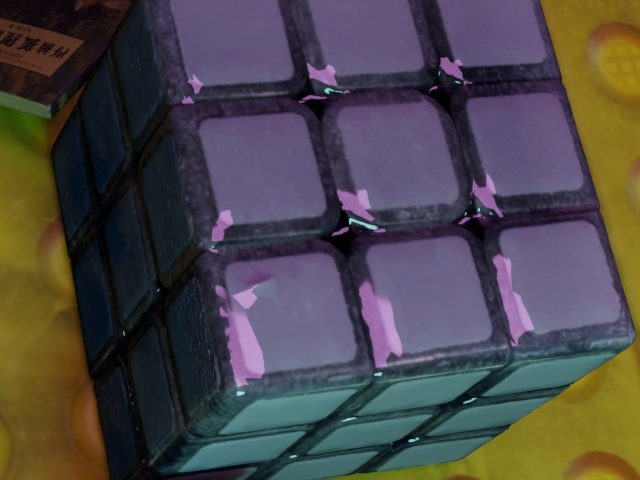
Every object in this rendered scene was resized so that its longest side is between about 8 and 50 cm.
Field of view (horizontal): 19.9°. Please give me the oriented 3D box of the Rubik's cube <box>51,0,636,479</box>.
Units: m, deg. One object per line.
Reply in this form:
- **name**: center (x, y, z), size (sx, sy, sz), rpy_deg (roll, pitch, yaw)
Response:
- **Rubik's cube**: center (0.000, 0.000, 1.313), size (0.303, 0.301, 0.305), rpy_deg (-7, 72, -24)

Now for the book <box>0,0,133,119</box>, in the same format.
- **book**: center (-0.195, -0.186, 1.416), size (0.160, 0.024, 0.228), rpy_deg (17, 53, 34)
